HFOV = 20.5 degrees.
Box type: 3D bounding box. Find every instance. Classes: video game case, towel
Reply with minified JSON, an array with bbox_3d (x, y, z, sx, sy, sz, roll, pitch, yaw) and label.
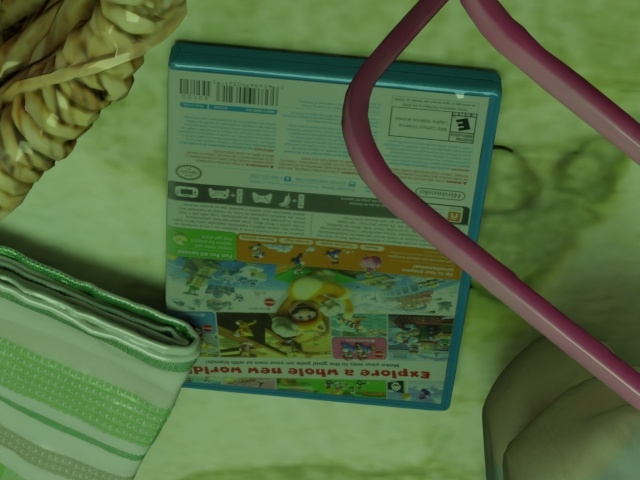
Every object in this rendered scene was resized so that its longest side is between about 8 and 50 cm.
[{"bbox_3d":[0.000,0.000,0.682,0.119,0.015,0.166,5,131,0],"label":"video game case"},{"bbox_3d":[-0.123,0.069,0.737,0.113,0.023,0.152,24,132,-6],"label":"towel"}]

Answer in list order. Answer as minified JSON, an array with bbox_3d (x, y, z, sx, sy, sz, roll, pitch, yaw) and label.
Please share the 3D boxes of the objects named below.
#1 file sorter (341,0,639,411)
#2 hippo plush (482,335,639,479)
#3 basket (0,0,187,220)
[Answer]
[{"bbox_3d":[0.160,-0.089,0.399,0.202,0.182,0.291,37,142,2],"label":"file sorter"},{"bbox_3d":[0.192,0.163,0.653,0.236,0.294,0.234,-6,153,0],"label":"hippo plush"},{"bbox_3d":[-0.204,-0.092,0.454,0.299,0.223,0.213,-35,136,31],"label":"basket"}]
